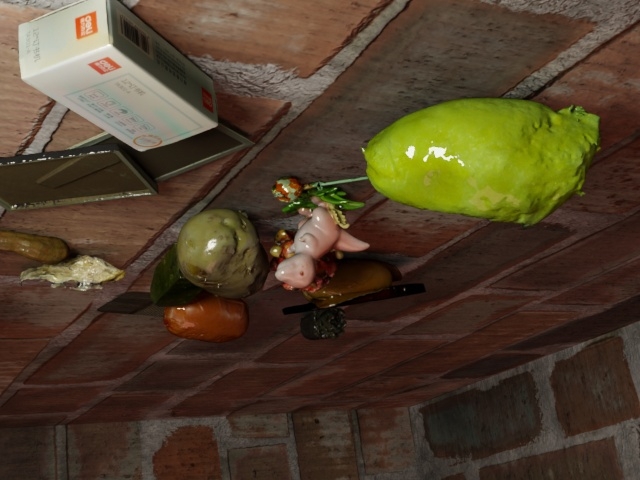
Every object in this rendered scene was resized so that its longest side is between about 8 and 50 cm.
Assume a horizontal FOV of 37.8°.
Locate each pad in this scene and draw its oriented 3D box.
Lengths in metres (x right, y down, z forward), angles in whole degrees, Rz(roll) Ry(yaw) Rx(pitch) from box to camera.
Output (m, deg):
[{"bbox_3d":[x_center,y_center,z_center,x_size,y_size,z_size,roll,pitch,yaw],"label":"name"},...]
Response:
[{"bbox_3d":[-0.449,0.209,2.320,0.250,0.055,0.323,8,137,-40],"label":"pad"}]

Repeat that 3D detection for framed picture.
[{"bbox_3d":[-0.258,-0.145,1.461,0.252,0.014,0.197,-18,159,26],"label":"framed picture"},{"bbox_3d":[-0.415,-0.097,1.491,0.266,0.018,0.192,-6,162,6],"label":"framed picture"}]

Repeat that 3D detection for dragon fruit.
[{"bbox_3d":[-0.037,0.036,1.871,0.150,0.133,0.208,9,173,29],"label":"dragon fruit"}]

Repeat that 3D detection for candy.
[{"bbox_3d":[0.001,-0.100,1.682,0.185,0.049,0.055,-9,-169,-19],"label":"candy"}]

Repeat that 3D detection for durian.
[{"bbox_3d":[0.242,-0.120,1.477,0.340,0.204,0.256,0,171,-21],"label":"durian"}]

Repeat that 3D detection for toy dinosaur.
[{"bbox_3d":[0.005,-0.002,1.737,0.194,0.177,0.152,4,158,-37],"label":"toy dinosaur"}]

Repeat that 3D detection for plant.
[{"bbox_3d":[0.007,0.225,2.525,0.094,0.092,0.143,17,155,-36],"label":"plant"}]

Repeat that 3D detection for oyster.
[{"bbox_3d":[-0.510,0.063,1.878,0.209,0.071,0.133,2,177,37],"label":"oyster"}]

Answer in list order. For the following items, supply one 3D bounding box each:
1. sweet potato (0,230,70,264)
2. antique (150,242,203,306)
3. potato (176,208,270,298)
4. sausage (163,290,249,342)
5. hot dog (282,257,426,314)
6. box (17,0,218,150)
[{"bbox_3d":[-0.535,0.012,1.732,0.053,0.054,0.182,-33,148,32],"label":"sweet potato"},{"bbox_3d":[-0.299,0.077,1.981,0.081,0.080,0.221,3,159,-27],"label":"antique"},{"bbox_3d":[-0.188,0.031,1.792,0.165,0.164,0.262,-10,157,3],"label":"potato"},{"bbox_3d":[-0.264,0.177,2.208,0.133,0.133,0.258,-21,156,32],"label":"sausage"},{"bbox_3d":[0.070,0.095,2.164,0.326,0.107,0.194,-4,172,-42],"label":"hot dog"},{"bbox_3d":[-0.251,-0.204,1.197,0.135,0.079,0.269,-15,160,19],"label":"box"}]
